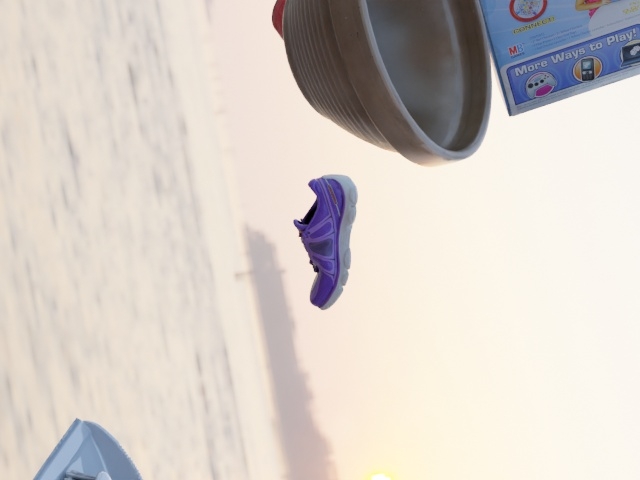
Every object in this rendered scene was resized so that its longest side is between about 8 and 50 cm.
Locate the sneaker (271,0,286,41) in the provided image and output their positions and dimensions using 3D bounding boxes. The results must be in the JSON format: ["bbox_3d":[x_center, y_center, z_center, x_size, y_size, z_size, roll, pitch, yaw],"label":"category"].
[{"bbox_3d":[0.062,-0.252,2.134,0.098,0.276,0.135,-57,-145,8],"label":"sneaker"}]

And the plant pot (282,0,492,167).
[{"bbox_3d":[0.044,-0.169,1.278,0.237,0.109,0.237,31,53,-54],"label":"plant pot"}]

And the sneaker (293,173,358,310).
[{"bbox_3d":[0.000,0.000,1.862,0.068,0.071,0.170,-115,-151,-69],"label":"sneaker"}]

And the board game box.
[{"bbox_3d":[0.310,-0.320,1.697,0.086,0.308,0.302,-102,172,-52],"label":"board game box"}]

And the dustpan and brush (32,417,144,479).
[{"bbox_3d":[-0.182,0.281,1.466,0.211,0.060,0.147,63,26,-19],"label":"dustpan and brush"}]
